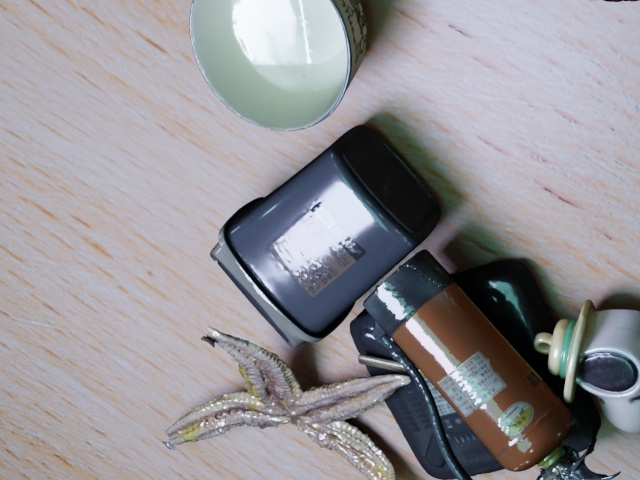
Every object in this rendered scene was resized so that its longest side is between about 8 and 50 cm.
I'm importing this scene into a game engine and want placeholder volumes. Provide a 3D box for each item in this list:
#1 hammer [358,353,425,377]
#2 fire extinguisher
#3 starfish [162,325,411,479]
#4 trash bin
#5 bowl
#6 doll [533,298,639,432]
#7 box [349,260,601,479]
[{"bbox_3d":[0.133,0.179,2.095,0.182,0.017,0.062,9,119,29],"label":"hammer"},{"bbox_3d":[0.205,0.198,1.997,0.376,0.113,0.200,48,148,9],"label":"fire extinguisher"},{"bbox_3d":[-0.043,0.263,2.234,0.398,0.132,0.384,27,151,13],"label":"starfish"},{"bbox_3d":[0.000,0.000,2.073,0.209,0.182,0.290,49,123,-1],"label":"trash bin"},{"bbox_3d":[-0.040,-0.270,1.980,0.238,0.126,0.238,13,121,23],"label":"bowl"},{"bbox_3d":[0.426,0.139,1.935,0.208,0.144,0.271,41,134,-22],"label":"doll"},{"bbox_3d":[0.207,0.185,2.111,0.290,0.073,0.289,-18,104,36],"label":"box"}]
